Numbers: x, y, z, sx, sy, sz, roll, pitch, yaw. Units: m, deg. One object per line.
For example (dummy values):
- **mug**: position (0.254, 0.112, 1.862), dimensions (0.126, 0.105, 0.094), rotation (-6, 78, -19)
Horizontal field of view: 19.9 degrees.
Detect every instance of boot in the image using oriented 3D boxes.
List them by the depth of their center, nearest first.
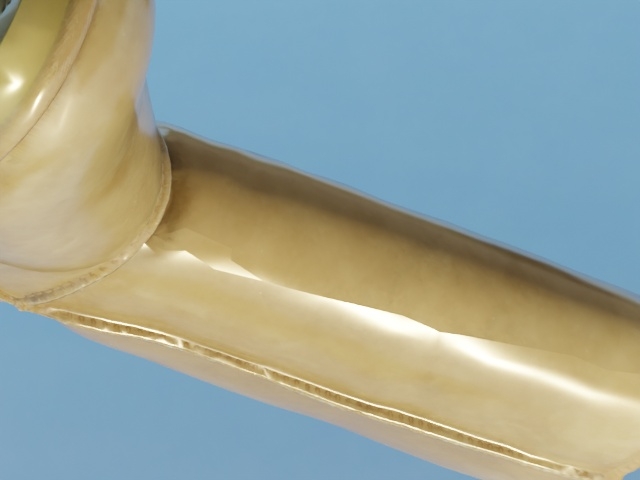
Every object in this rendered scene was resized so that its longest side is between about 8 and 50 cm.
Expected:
- **boot**: position (0.000, 0.000, 0.535), dimensions (0.269, 0.236, 0.089), rotation (21, -104, -20)
